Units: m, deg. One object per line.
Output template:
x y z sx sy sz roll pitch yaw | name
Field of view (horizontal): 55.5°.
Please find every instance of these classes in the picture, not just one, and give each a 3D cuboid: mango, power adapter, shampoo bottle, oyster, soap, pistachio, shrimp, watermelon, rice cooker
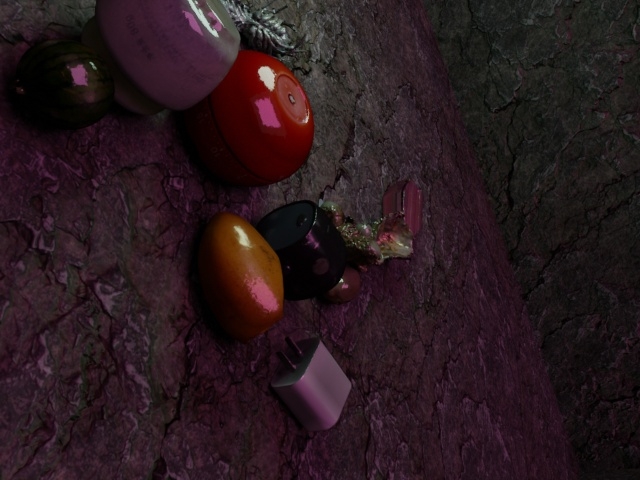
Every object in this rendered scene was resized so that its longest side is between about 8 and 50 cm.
-0.205 0.083 1.568 0.199 0.201 0.350 15 52 -78 | mango
-0.038 0.383 1.718 0.255 0.124 0.187 58 36 -22 | power adapter
-0.368 -0.471 1.432 0.322 0.317 0.322 46 29 -35 | shampoo bottle
0.236 0.027 2.244 0.197 0.133 0.337 55 43 -2 | oyster
0.336 -0.109 2.466 0.182 0.112 0.289 36 48 -40 | soap
0.067 0.142 1.974 0.124 0.125 0.185 64 27 -12 | pistachio
-0.192 -0.689 1.962 0.411 0.166 0.221 20 92 -34 | shrimp
-0.544 -0.322 1.274 0.215 0.188 0.188 -29 100 -39 | watermelon
-0.061 0.035 1.734 0.224 0.267 0.267 57 37 -36 | rice cooker

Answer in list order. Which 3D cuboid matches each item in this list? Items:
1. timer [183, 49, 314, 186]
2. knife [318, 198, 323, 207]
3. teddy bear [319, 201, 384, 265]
-0.185 -0.339 1.700 0.378 0.279 0.377 32 48 -45 | timer
0.001 0.002 2.022 0.080 0.044 0.331 43 41 -35 | knife
0.111 0.007 2.024 0.267 0.156 0.256 47 20 27 | teddy bear
